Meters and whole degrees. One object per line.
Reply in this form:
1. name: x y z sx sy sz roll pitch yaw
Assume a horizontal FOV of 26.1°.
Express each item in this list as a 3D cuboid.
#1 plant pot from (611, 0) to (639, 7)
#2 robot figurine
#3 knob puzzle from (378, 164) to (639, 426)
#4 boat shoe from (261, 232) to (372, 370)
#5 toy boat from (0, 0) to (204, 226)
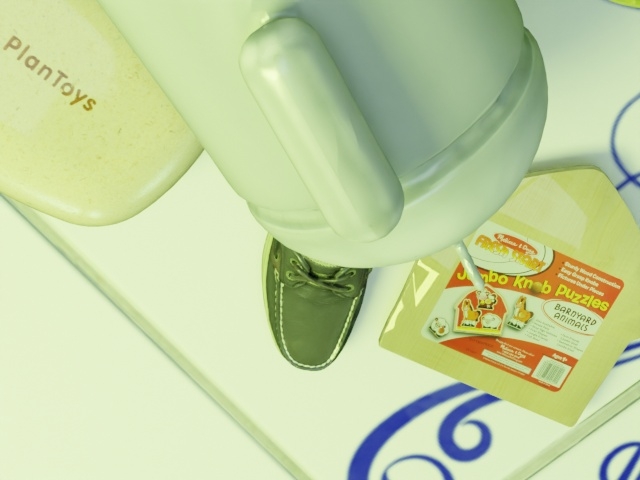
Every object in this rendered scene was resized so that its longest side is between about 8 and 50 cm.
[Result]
1. plant pot: 0.177 -0.248 0.796 0.276 0.254 0.276 -1 113 -2
2. robot figurine: 0.003 -0.125 0.790 0.199 0.300 0.353 -22 124 20
3. knob puzzle: 0.159 0.026 1.032 0.213 0.030 0.213 0 113 -1
4. boat shoe: 0.001 0.000 0.992 0.080 0.073 0.224 9 111 -3
5. toy boat: -0.238 -0.090 0.925 0.318 0.148 0.267 -43 113 7
